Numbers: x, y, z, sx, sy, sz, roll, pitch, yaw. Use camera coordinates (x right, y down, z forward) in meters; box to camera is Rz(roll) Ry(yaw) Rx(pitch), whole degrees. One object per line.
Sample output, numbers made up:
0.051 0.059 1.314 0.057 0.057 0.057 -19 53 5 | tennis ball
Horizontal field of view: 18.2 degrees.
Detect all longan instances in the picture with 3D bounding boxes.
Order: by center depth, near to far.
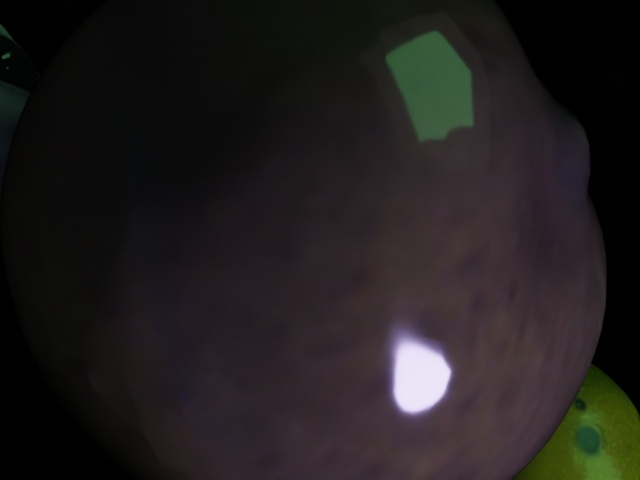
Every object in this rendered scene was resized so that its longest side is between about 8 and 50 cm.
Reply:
0.000 0.000 1.132 0.361 0.361 0.361 44 21 -22 | longan

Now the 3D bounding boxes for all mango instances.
0.190 0.216 1.476 0.175 0.143 0.293 28 39 -45 | mango

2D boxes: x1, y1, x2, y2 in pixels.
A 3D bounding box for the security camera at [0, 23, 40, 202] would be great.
-0.187 -0.072 1.237 0.301 0.080 0.157 24 33 -58 | security camera
